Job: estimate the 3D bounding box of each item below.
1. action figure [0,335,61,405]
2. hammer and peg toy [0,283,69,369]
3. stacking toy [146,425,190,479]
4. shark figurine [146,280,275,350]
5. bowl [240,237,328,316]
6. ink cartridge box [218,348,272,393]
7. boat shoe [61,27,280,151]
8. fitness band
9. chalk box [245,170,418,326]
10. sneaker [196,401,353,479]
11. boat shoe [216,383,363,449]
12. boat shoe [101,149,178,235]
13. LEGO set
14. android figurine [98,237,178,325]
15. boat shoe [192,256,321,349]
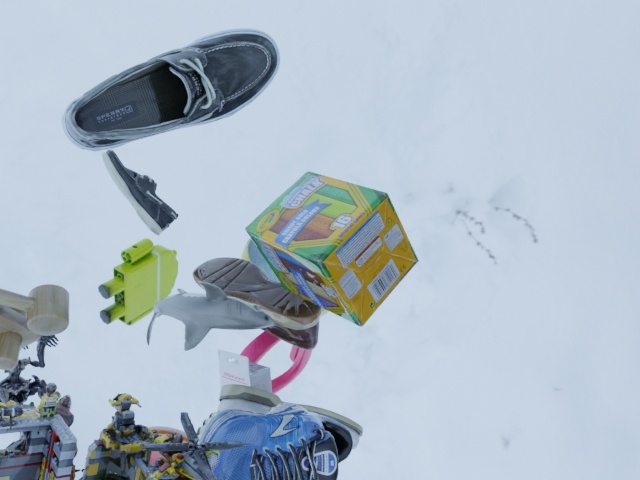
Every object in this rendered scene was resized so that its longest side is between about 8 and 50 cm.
[{"bbox_3d":[-0.729,0.347,1.519,0.164,0.141,0.276,-2,124,-43],"label":"action figure"},{"bbox_3d":[-0.572,0.108,0.942,0.361,0.127,0.266,-26,137,15],"label":"hammer and peg toy"},{"bbox_3d":[-0.425,0.633,1.468,0.350,0.480,0.351,1,78,-4],"label":"stacking toy"},{"bbox_3d":[-0.245,0.150,1.154,0.166,0.278,0.116,46,48,-53],"label":"shark figurine"},{"bbox_3d":[-0.109,0.128,1.677,0.289,0.289,0.156,25,120,-24],"label":"bowl"},{"bbox_3d":[-0.157,0.316,1.319,0.061,0.104,0.181,-13,103,-46],"label":"ink cartridge box"},{"bbox_3d":[-0.195,-0.208,0.887,0.335,0.119,0.121,-30,109,-15],"label":"boat shoe"},{"bbox_3d":[-0.118,0.296,1.517,0.209,0.291,0.054,-23,58,-28],"label":"fitness band"},{"bbox_3d":[0.000,0.000,1.166,0.180,0.289,0.179,-46,130,-21],"label":"chalk box"},{"bbox_3d":[-0.055,0.299,0.880,0.330,0.147,0.130,3,87,-61],"label":"sneaker"},{"bbox_3d":[-0.059,0.362,1.179,0.302,0.113,0.103,21,59,-21],"label":"boat shoe"},{"bbox_3d":[-0.431,-0.124,1.485,0.079,0.084,0.233,-42,114,-18],"label":"boat shoe"},{"bbox_3d":[-0.258,0.206,0.615,0.331,0.255,0.192,8,99,-32],"label":"LEGO set"},{"bbox_3d":[-0.482,0.111,1.693,0.273,0.056,0.248,-39,146,-49],"label":"android figurine"},{"bbox_3d":[-0.140,0.139,1.340,0.123,0.342,0.123,-38,135,-42],"label":"boat shoe"}]
